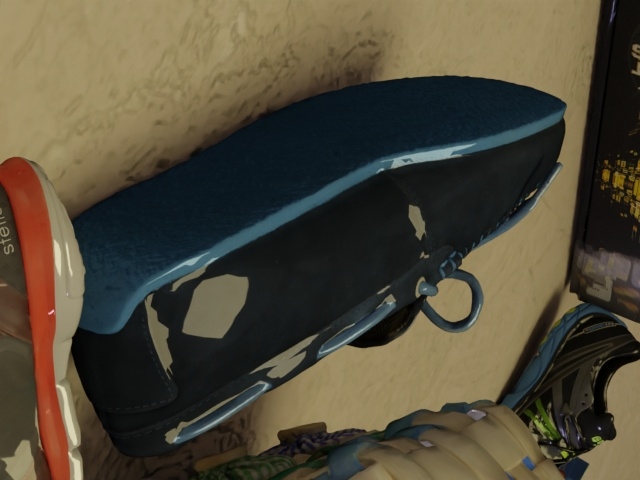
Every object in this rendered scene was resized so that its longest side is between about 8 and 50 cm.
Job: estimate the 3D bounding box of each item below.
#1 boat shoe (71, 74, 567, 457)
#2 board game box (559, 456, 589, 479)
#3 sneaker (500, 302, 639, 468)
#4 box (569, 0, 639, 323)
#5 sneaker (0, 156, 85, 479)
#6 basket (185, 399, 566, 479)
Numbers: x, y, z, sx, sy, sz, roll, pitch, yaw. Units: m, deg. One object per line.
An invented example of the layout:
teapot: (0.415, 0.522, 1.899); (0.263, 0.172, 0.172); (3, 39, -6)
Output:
boat shoe: (0.000, 0.000, 0.569); (0.258, 0.109, 0.089); (-22, 120, -38)
board game box: (0.134, 0.266, 1.132); (0.201, 0.035, 0.136); (-54, 167, -26)
sneaker: (0.171, 0.137, 1.066); (0.188, 0.078, 0.067); (-58, 157, -4)
box: (0.368, -0.025, 0.942); (0.097, 0.395, 0.318); (-52, 154, -33)
sneaker: (-0.111, 0.046, 0.439); (0.065, 0.061, 0.158); (-14, 128, -28)
basket: (-0.018, 0.197, 0.608); (0.289, 0.201, 0.255); (-43, 165, 17)
